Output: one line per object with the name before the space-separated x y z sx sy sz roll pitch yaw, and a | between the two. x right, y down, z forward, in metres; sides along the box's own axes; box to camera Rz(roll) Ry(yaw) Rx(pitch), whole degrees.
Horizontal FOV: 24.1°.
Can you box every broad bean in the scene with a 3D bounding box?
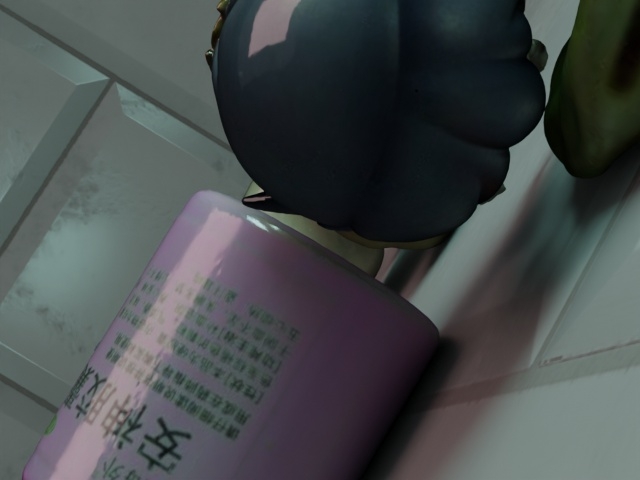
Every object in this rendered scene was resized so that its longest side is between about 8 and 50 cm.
broad bean | 0.157 -0.102 0.734 0.153 0.072 0.207 -56 -10 -18

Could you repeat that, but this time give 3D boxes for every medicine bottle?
medicine bottle | -0.073 0.133 0.894 0.291 0.178 0.178 -58 4 -4

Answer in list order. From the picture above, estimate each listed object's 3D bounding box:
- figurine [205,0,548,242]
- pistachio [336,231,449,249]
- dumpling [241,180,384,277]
figurine | 0.043 -0.086 0.802 0.265 0.197 0.175 54 -155 -88
pistachio | 0.029 -0.089 1.151 0.135 0.226 0.136 -26 -24 -13
dumpling | 0.000 -0.004 1.263 0.126 0.216 0.166 -30 -20 11
